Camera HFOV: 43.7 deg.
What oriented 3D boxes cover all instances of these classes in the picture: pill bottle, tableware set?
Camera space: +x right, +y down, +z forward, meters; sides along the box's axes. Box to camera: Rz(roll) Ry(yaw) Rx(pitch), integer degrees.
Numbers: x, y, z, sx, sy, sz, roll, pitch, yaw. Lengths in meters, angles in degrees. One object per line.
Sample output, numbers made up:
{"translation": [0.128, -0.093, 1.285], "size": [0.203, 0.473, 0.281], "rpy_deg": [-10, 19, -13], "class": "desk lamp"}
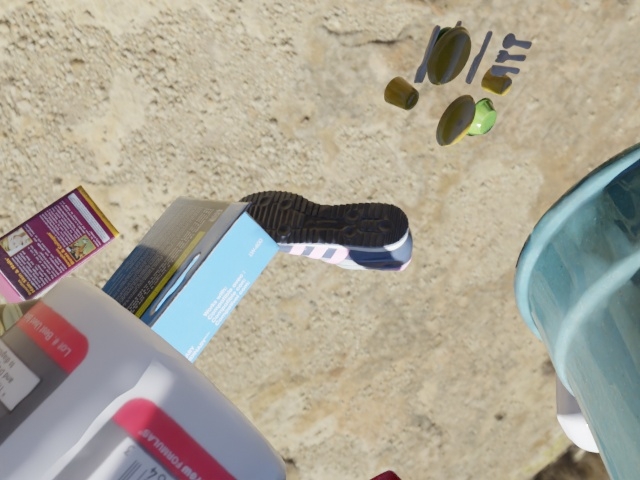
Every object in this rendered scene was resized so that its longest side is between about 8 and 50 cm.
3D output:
{"translation": [-0.181, 0.188, 0.417], "size": [0.318, 0.176, 0.176], "rpy_deg": [-48, 138, -18], "class": "pill bottle"}
{"translation": [0.109, -0.126, 0.651], "size": [0.154, 0.024, 0.104], "rpy_deg": [-10, 129, -47], "class": "tableware set"}

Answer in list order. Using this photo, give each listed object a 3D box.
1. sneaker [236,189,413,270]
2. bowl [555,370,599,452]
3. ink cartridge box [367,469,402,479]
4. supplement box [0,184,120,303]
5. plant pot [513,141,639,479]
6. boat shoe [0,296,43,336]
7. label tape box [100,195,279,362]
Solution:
{"translation": [0.000, 0.000, 1.327], "size": [0.131, 0.318, 0.112], "rpy_deg": [65, 41, -54], "class": "sneaker"}
{"translation": [0.428, 0.270, 1.325], "size": [0.053, 0.142, 0.142], "rpy_deg": [-11, 141, 27], "class": "bowl"}
{"translation": [0.096, 0.577, 1.371], "size": [0.309, 0.272, 0.130], "rpy_deg": [-44, 178, 40], "class": "ink cartridge box"}
{"translation": [-0.426, 0.012, 1.252], "size": [0.188, 0.080, 0.104], "rpy_deg": [-42, 97, -33], "class": "supplement box"}
{"translation": [0.355, 0.133, 0.604], "size": [0.340, 0.334, 0.341], "rpy_deg": [-3, 137, -3], "class": "plant pot"}
{"translation": [-0.221, 0.145, 0.708], "size": [0.073, 0.224, 0.080], "rpy_deg": [-22, 161, -28], "class": "boat shoe"}
{"translation": [-0.176, 0.067, 1.009], "size": [0.106, 0.333, 0.241], "rpy_deg": [41, 78, -21], "class": "label tape box"}
